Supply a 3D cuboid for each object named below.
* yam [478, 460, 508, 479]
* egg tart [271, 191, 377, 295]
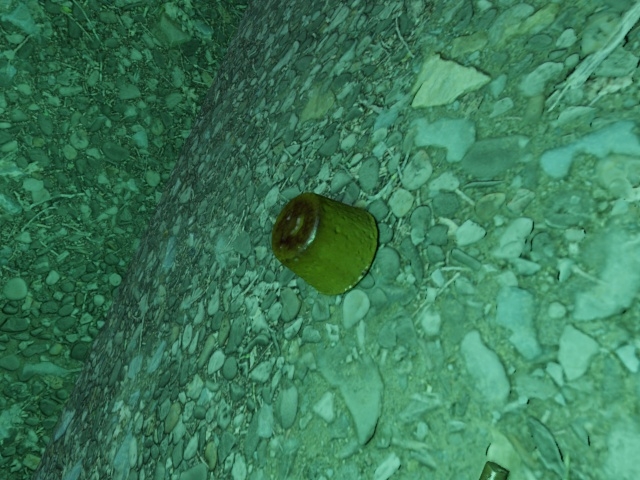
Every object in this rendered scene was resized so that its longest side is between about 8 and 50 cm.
[{"bbox_3d":[0.186,0.339,0.476,0.032,0.032,0.145,12,77,52],"label":"yam"},{"bbox_3d":[0.000,0.000,0.808,0.203,0.147,0.202,-25,52,37],"label":"egg tart"}]
